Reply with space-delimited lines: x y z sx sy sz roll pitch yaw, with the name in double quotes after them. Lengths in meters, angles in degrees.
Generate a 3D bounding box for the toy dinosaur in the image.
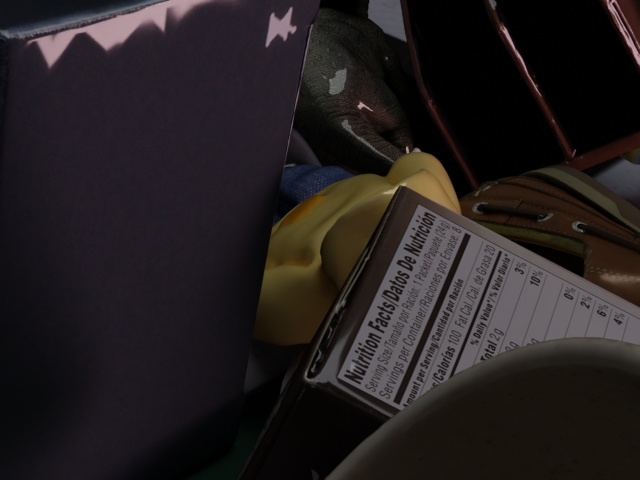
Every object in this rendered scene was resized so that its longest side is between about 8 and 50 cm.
0.015 -0.101 1.134 0.160 0.121 0.313 42 33 -32 "toy dinosaur"

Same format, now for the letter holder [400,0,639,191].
0.127 -0.216 1.163 0.152 0.214 0.302 -22 41 17 "letter holder"

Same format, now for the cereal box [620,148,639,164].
0.335 -0.136 1.266 0.240 0.173 0.047 4 25 -43 "cereal box"

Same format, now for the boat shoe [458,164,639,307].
0.180 0.053 0.896 0.104 0.110 0.307 -14 27 -34 "boat shoe"

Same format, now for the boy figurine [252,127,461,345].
0.000 0.000 0.920 0.177 0.092 0.285 -30 16 -12 "boy figurine"

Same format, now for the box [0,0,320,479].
-0.230 -0.063 0.835 0.395 0.293 0.212 28 32 28 "box"

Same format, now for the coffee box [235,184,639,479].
0.116 0.129 0.652 0.297 0.168 0.119 27 46 1 "coffee box"

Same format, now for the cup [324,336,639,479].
0.101 0.226 0.464 0.237 0.331 0.331 30 23 -20 "cup"

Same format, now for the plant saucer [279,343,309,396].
0.126 0.130 0.880 0.311 0.050 0.310 10 29 -5 "plant saucer"
